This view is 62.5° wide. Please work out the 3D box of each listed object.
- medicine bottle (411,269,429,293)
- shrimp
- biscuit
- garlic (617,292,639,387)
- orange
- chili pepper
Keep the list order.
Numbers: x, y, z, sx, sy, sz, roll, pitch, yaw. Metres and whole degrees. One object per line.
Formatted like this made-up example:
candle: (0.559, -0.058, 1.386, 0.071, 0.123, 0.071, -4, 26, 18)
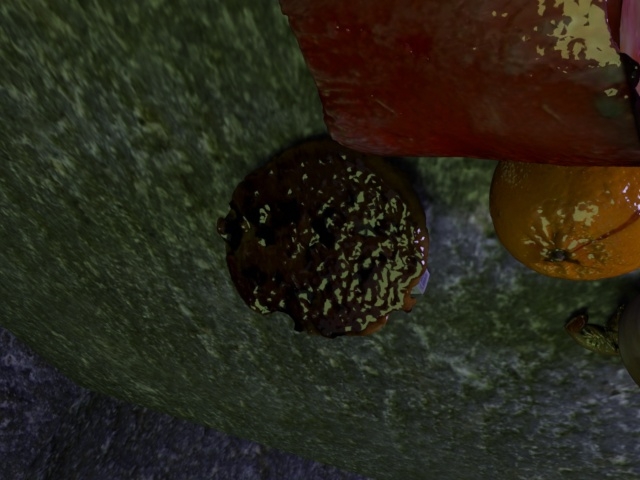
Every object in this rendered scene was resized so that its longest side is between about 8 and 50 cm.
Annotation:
medicine bottle: (0.057, 0.031, 0.875, 0.201, 0.052, 0.171, -6, 136, 35)
shrimp: (0.430, 0.130, 0.810, 0.095, 0.045, 0.162, 27, 157, 34)
biscuit: (0.002, 0.004, 0.777, 0.334, 0.081, 0.289, -16, 100, 31)
garlic: (0.494, 0.150, 0.692, 0.214, 0.191, 0.160, 38, 170, -39)
orange: (0.273, -0.042, 0.552, 0.193, 0.161, 0.193, 12, 146, 8)
chili pepper: (0.112, -0.158, 0.429, 0.305, 0.229, 0.251, -2, 175, 32)
